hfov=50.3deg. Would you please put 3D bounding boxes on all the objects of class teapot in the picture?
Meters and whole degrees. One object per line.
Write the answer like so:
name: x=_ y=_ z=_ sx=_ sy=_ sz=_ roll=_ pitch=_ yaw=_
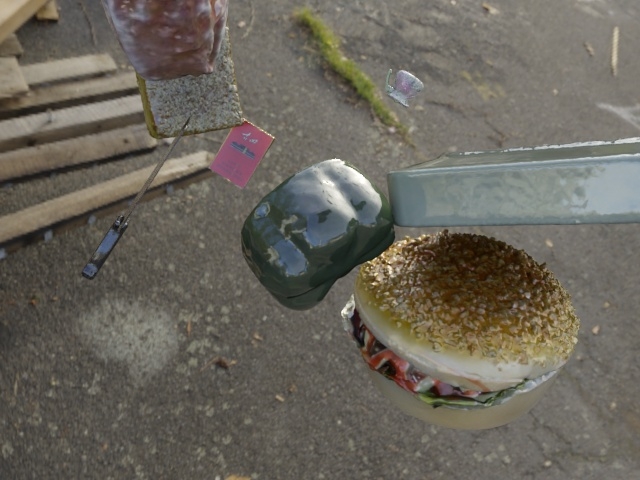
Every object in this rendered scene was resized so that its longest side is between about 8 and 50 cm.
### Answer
teapot: x=0.172 y=-0.326 z=1.455 sx=0.083 sy=0.064 sz=0.064 roll=35 pitch=7 yaw=11

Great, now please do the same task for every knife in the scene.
knife: x=-0.222 y=-0.041 z=0.805 sx=0.019 sy=0.245 sz=0.072 roll=32 pitch=17 yaw=-15

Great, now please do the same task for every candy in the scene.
candy: x=-0.191 y=-0.328 z=0.828 sx=0.157 sy=0.289 sz=0.214 roll=-3 pitch=60 yaw=2

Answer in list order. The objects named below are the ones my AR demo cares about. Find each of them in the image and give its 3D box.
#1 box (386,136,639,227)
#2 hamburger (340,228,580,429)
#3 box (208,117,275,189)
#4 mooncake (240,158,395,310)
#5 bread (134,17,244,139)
box: x=0.312 y=-0.078 z=0.829 sx=0.373 sy=0.090 sz=0.367 roll=-2 pitch=8 yaw=31
hamburger: x=0.184 y=0.100 z=0.884 sx=0.302 sy=0.170 sz=0.302 roll=1 pitch=37 yaw=-1
box: x=-0.168 y=-0.186 z=1.451 sx=0.090 sy=0.133 sz=0.023 roll=33 pitch=10 yaw=-6
mooncake: x=0.000 y=0.000 z=0.760 sx=0.104 sy=0.175 sz=0.168 roll=48 pitch=30 yaw=24
bread: x=-0.259 y=-0.319 z=1.300 sx=0.184 sy=0.234 sz=0.110 roll=-12 pitch=14 yaw=-18
